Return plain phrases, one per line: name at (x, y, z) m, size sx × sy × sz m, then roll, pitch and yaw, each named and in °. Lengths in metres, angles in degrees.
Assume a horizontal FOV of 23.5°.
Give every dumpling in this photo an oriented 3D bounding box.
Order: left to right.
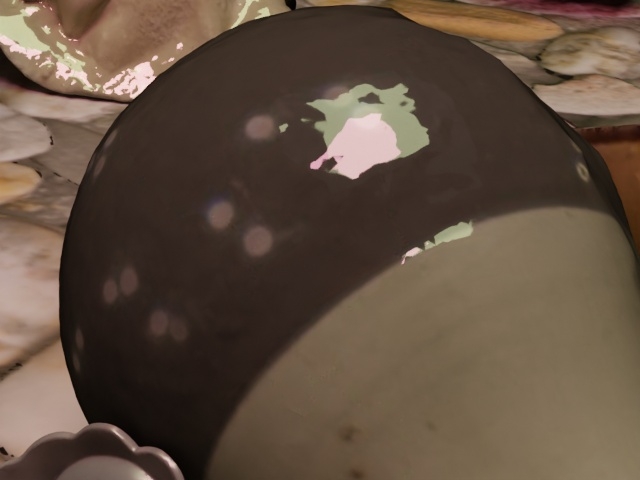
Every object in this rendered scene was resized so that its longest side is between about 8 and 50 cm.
dumpling at (-0.121, -0.143, 0.908) m, size 0.181 × 0.111 × 0.155 m, roll 17°, pitch 56°, yaw 34°

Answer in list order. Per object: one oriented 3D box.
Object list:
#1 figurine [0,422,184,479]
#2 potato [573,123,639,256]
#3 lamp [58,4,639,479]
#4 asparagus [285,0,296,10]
figurine at (-0.076, 0.100, 0.401) m, size 0.094 × 0.082 × 0.086 m, roll 22°, pitch 20°, yaw 29°
potato at (0.221, 0.000, 0.658) m, size 0.299 × 0.116 × 0.239 m, roll -1°, pitch 5°, yaw 17°
lamp at (0.036, 0.050, 0.433) m, size 0.182 × 0.182 × 0.314 m, roll -5°, pitch 31°, yaw -25°
asparagus at (-0.183, -0.200, 1.034) m, size 0.343 × 0.082 × 0.085 m, roll 7°, pitch 61°, yaw 1°
